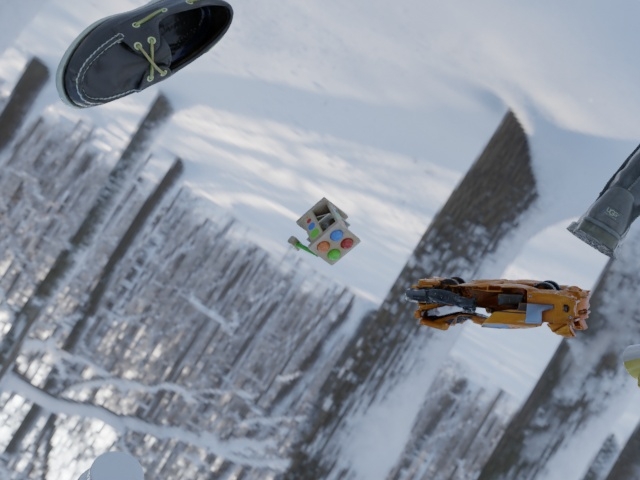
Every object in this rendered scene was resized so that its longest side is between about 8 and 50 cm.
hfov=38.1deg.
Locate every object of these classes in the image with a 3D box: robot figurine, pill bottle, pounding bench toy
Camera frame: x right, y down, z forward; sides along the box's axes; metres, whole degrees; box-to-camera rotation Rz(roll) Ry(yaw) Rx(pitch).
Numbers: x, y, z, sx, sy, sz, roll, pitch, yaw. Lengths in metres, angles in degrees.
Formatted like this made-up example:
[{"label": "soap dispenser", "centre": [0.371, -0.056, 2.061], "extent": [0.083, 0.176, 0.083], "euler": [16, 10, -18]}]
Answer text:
[{"label": "robot figurine", "centre": [0.284, 0.105, 1.523], "extent": [0.291, 0.085, 0.211], "euler": [1, -178, 26]}, {"label": "pill bottle", "centre": [-0.197, 0.244, 0.840], "extent": [0.065, 0.116, 0.065], "euler": [16, -143, -12]}, {"label": "pounding bench toy", "centre": [0.000, 0.000, 1.215], "extent": [0.052, 0.083, 0.065], "euler": [37, -160, -40]}]

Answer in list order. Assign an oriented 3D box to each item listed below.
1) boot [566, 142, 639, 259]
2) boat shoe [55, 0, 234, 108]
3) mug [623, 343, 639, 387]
[{"label": "boot", "centre": [0.381, -0.080, 1.089], "extent": [0.076, 0.208, 0.189], "euler": [32, -177, 7]}, {"label": "boat shoe", "centre": [-0.183, -0.209, 0.991], "extent": [0.069, 0.228, 0.081], "euler": [12, 132, 34]}, {"label": "mug", "centre": [0.572, 0.212, 1.601], "extent": [0.062, 0.078, 0.064], "euler": [-7, 164, -34]}]
